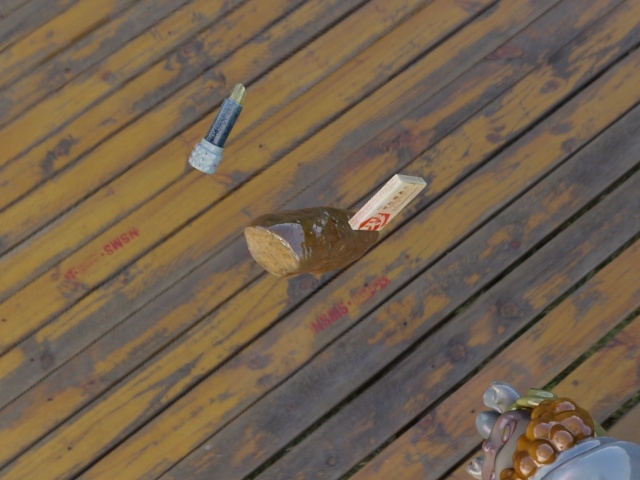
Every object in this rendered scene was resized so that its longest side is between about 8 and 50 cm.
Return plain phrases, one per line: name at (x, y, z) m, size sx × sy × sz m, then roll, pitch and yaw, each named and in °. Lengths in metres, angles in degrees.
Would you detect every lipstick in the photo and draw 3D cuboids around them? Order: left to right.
lipstick at (-0.121, -0.140, 0.749) m, size 0.037 × 0.037 × 0.116 m, roll 34°, pitch 102°, yaw 16°

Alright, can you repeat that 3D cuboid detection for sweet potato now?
sweet potato at (0.000, 0.000, 0.823) m, size 0.097 × 0.252 × 0.097 m, roll 2°, pitch 94°, yaw 37°

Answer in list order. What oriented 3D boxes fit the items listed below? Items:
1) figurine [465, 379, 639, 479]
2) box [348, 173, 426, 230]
figurine at (0.321, 0.291, 0.859) m, size 0.205 × 0.382 × 0.224 m, roll 20°, pitch 107°, yaw 0°
box at (0.084, -0.046, 0.761) m, size 0.093 × 0.058 × 0.015 m, roll -46°, pitch 61°, yaw 31°
